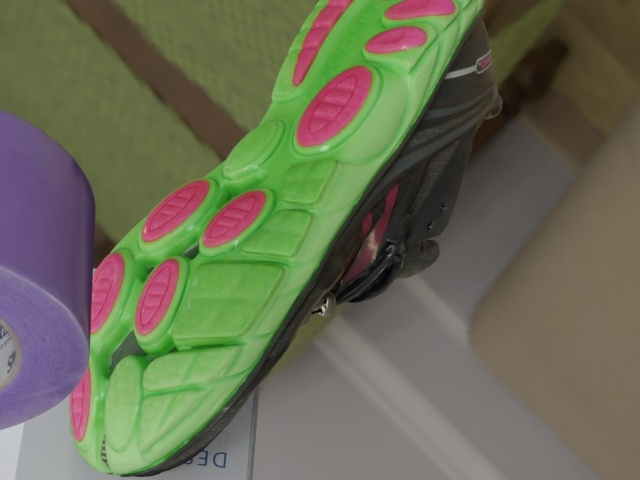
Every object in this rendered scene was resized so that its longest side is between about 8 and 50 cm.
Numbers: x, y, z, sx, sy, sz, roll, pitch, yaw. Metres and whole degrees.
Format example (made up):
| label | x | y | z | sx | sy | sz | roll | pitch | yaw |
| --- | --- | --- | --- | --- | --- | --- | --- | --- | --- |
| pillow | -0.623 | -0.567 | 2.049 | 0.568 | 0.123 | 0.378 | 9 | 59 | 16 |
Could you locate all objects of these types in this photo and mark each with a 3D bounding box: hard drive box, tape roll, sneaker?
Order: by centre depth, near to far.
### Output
| label | x | y | z | sx | sy | sz | roll | pitch | yaw |
| --- | --- | --- | --- | --- | --- | --- | --- | --- | --- |
| tape roll | -0.196 | 0.015 | 0.774 | 0.189 | 0.189 | 0.080 | 90 | 177 | -58 |
| sneaker | 0.000 | 0.000 | 1.315 | 0.185 | 0.483 | 0.202 | 20 | 153 | 45 |
| hard drive box | -0.140 | 0.146 | 1.366 | 0.181 | 0.232 | 0.089 | 6 | 145 | -4 |

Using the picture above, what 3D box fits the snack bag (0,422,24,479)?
| label | x | y | z | sx | sy | sz | roll | pitch | yaw |
| --- | --- | --- | --- | --- | --- | --- | --- | --- | --- |
| snack bag | -0.425 | 0.262 | 1.646 | 0.323 | 0.343 | 0.037 | 24 | -174 | 20 |
